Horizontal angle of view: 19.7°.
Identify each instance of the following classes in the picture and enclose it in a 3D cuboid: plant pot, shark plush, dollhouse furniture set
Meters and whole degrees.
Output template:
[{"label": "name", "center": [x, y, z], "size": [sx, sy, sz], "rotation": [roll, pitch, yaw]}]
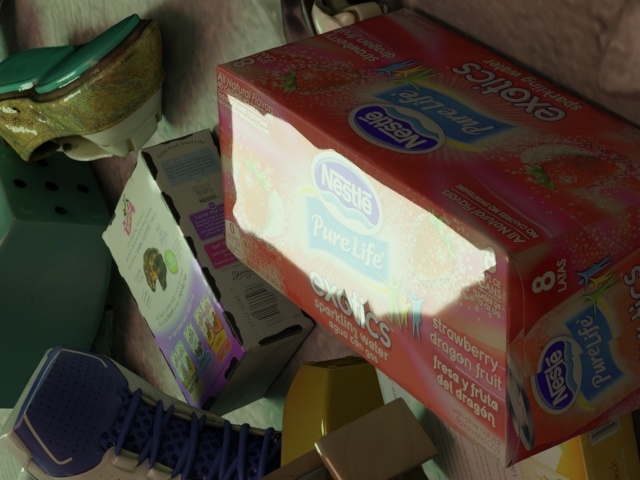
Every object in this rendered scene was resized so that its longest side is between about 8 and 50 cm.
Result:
[{"label": "plant pot", "center": [0.019, 0.132, 1.398], "size": [0.081, 0.081, 0.083], "rotation": [3, 97, 62]}, {"label": "shark plush", "center": [-0.212, 0.132, 1.889], "size": [0.067, 0.073, 0.161], "rotation": [22, 115, 26]}, {"label": "dollhouse furniture set", "center": [0.043, 0.326, 1.276], "size": [0.303, 0.198, 0.286], "rotation": [56, 164, 23]}, {"label": "plant pot", "center": [-0.304, 0.027, 1.813], "size": [0.234, 0.165, 0.165], "rotation": [-59, 42, 35]}]

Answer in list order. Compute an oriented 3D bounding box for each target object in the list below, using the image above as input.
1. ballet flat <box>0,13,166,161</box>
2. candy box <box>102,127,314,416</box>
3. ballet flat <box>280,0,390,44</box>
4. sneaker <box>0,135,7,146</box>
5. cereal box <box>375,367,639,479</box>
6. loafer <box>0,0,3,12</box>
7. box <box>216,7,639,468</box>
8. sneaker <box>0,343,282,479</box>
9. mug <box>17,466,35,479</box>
[{"label": "ballet flat", "center": [-0.202, -0.123, 1.625], "size": [0.348, 0.123, 0.123], "rotation": [-2, 105, 62]}, {"label": "candy box", "center": [-0.099, 0.032, 1.559], "size": [0.196, 0.070, 0.165], "rotation": [62, 152, 16]}, {"label": "ballet flat", "center": [0.008, -0.166, 1.229], "size": [0.074, 0.074, 0.203], "rotation": [-6, 100, 63]}, {"label": "sneaker", "center": [-0.438, -0.116, 2.079], "size": [0.366, 0.135, 0.150], "rotation": [40, 172, 37]}, {"label": "cereal box", "center": [0.117, 0.117, 1.214], "size": [0.240, 0.047, 0.173], "rotation": [31, 142, 52]}, {"label": "loafer", "center": [-0.401, -0.141, 1.842], "size": [0.130, 0.134, 0.366], "rotation": [23, 104, 44]}, {"label": "box", "center": [0.076, -0.014, 1.102], "size": [0.300, 0.154, 0.142], "rotation": [37, 139, 48]}, {"label": "sneaker", "center": [-0.084, 0.180, 1.496], "size": [0.315, 0.127, 0.182], "rotation": [37, 144, -23]}, {"label": "mug", "center": [-0.283, 0.359, 1.954], "size": [0.328, 0.276, 0.374], "rotation": [-34, 46, 57]}]
